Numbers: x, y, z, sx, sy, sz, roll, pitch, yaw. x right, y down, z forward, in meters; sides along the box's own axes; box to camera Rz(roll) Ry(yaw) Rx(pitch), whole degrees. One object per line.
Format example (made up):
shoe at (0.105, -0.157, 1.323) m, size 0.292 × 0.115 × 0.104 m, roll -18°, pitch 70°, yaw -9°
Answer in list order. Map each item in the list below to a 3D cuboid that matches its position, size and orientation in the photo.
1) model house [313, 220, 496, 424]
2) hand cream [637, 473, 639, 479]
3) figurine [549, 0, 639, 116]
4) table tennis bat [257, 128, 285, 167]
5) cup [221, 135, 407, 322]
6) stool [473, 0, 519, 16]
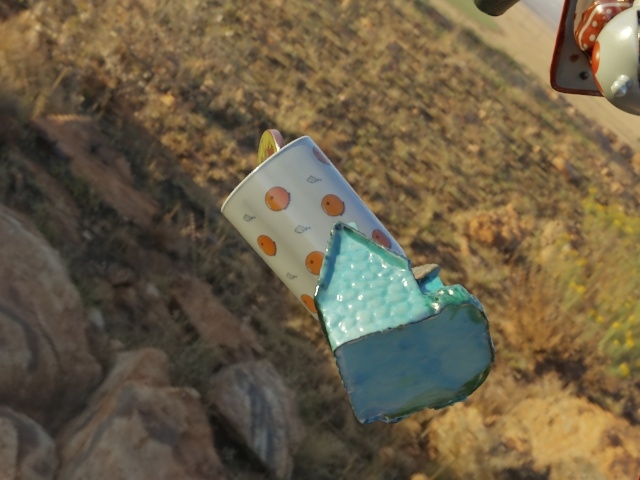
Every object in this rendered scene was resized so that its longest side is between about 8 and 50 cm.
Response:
model house at (0.111, 0.106, 1.456) m, size 0.261 × 0.225 × 0.241 m, roll 73°, pitch -4°, yaw -50°
hand cream at (0.323, 0.203, 0.610) m, size 0.230 × 0.230 × 0.149 m, roll -86°, pitch 158°, yaw -66°
figurine at (0.381, -0.224, 1.145) m, size 0.160 × 0.184 × 0.226 m, roll 5°, pitch 26°, yaw 0°
table tennis bat at (-0.093, -0.129, 2.107) m, size 0.038 × 0.200 × 0.310 m, roll -2°, pitch 24°, yaw -15°
cup at (0.000, 0.000, 1.745) m, size 0.317 × 0.212 × 0.212 m, roll 50°, pitch 21°, yaw 5°
stool at (0.343, -0.483, 1.819) m, size 0.096 × 0.110 × 0.096 m, roll 10°, pitch 70°, yaw -30°
